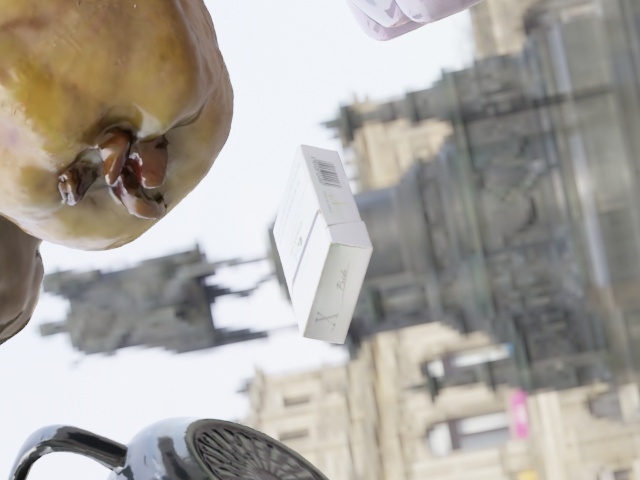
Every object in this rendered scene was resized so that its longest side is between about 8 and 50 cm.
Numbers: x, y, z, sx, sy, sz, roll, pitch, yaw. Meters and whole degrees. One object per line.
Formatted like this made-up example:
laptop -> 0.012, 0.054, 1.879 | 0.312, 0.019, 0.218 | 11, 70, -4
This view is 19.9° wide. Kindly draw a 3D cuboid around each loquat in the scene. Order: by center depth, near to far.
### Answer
loquat -> -0.088, -0.057, 0.546 | 0.137, 0.113, 0.137 | 45, 169, 11

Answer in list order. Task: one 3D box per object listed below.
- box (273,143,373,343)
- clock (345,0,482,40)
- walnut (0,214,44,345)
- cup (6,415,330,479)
box -> 0.000, 0.000, 1.373 | 0.154, 0.040, 0.084 | -108, 33, -58
clock -> 0.013, -0.298, 1.268 | 0.322, 0.113, 0.295 | 65, 174, -6
walnut -> -0.203, -0.017, 0.680 | 0.224, 0.224, 0.224 | -11, -90, -79
cup -> -0.095, 0.198, 1.097 | 0.176, 0.223, 0.169 | -59, 12, 17
